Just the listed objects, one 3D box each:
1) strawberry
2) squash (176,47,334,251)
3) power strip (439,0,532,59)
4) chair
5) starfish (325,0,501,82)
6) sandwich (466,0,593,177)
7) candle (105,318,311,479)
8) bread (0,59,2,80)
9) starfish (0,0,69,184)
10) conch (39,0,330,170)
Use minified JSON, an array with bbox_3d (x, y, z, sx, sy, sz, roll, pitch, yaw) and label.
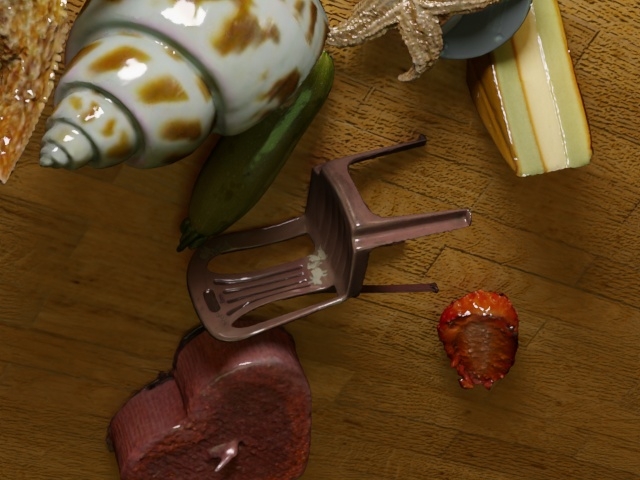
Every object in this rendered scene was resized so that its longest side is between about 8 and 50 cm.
[{"bbox_3d":[0.232,0.139,2.116,0.121,0.082,0.188,0,140,4],"label":"strawberry"},{"bbox_3d":[-0.090,-0.101,1.778,0.094,0.094,0.341,22,118,-34],"label":"squash"},{"bbox_3d":[0.191,-0.314,1.711,0.137,0.044,0.216,13,121,-1],"label":"power strip"},{"bbox_3d":[0.000,0.000,1.842,0.326,0.175,0.183,-11,140,-21],"label":"chair"},{"bbox_3d":[0.105,-0.299,1.681,0.277,0.062,0.235,-10,114,17],"label":"starfish"},{"bbox_3d":[0.268,-0.195,1.782,0.117,0.187,0.144,-11,136,-13],"label":"sandwich"},{"bbox_3d":[-0.130,0.277,2.047,0.317,0.131,0.287,-40,133,14],"label":"candle"},{"bbox_3d":[-0.400,-0.192,1.621,0.088,0.034,0.049,4,111,-29],"label":"bread"},{"bbox_3d":[-0.285,-0.323,1.386,0.384,0.132,0.398,-42,98,-29],"label":"starfish"},{"bbox_3d":[-0.159,-0.195,1.561,0.368,0.249,0.197,-62,155,-13],"label":"conch"}]
